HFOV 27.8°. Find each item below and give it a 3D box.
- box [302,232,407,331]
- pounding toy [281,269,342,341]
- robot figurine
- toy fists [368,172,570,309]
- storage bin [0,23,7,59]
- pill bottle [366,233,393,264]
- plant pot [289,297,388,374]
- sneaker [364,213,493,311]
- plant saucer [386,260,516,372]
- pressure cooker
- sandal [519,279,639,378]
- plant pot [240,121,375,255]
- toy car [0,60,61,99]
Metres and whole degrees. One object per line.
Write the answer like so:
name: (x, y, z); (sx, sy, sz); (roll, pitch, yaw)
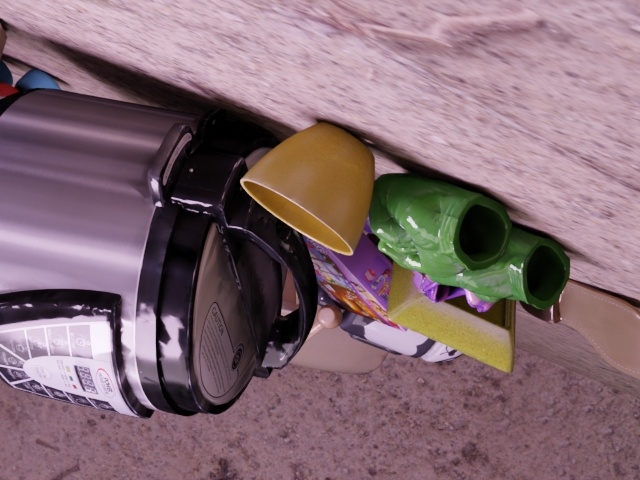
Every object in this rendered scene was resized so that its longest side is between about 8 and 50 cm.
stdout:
box: (0.000, 0.000, 1.825); (0.293, 0.057, 0.201); (47, 165, -24)
pounding toy: (-0.102, 0.112, 1.899); (0.269, 0.155, 0.154); (-1, 168, 1)
robot figurine: (0.133, 0.097, 2.120); (0.278, 0.173, 0.209); (22, 175, -12)
toy fists: (0.151, 0.004, 1.401); (0.142, 0.096, 0.279); (22, 178, 40)
storage bin: (-0.537, -0.167, 1.573); (0.260, 0.262, 0.123); (12, 167, 0)
pill bottle: (0.137, 0.031, 1.877); (0.087, 0.087, 0.160); (26, 174, -38)
plant pot: (-0.039, 0.129, 2.434); (0.274, 0.256, 0.256); (2, -171, -34)
sneaker: (0.138, 0.020, 1.617); (0.236, 0.104, 0.095); (22, 177, 32)
plant saucer: (0.187, 0.060, 1.708); (0.188, 0.188, 0.045); (24, 132, -13)
pressure cooker: (-0.206, 0.014, 1.558); (0.420, 0.375, 0.370); (11, -172, 15)
sandal: (0.372, 0.096, 1.672); (0.079, 0.088, 0.240); (-16, -147, -41)
plant pot: (0.001, -0.061, 1.299); (0.134, 0.095, 0.134); (32, 170, 6)
toy car: (-0.528, -0.229, 1.857); (0.210, 0.219, 0.238); (21, 147, 28)
